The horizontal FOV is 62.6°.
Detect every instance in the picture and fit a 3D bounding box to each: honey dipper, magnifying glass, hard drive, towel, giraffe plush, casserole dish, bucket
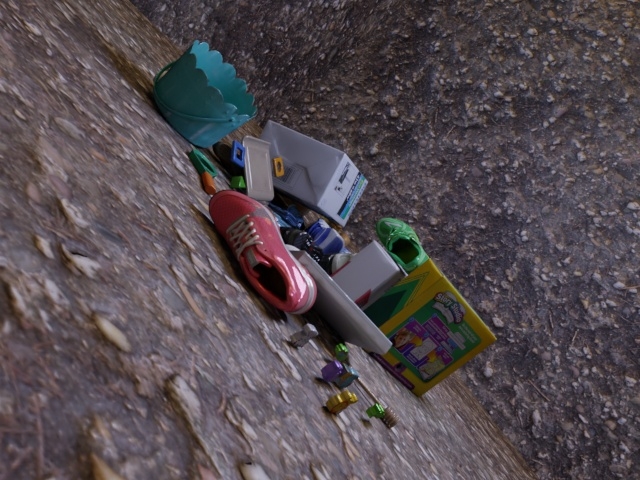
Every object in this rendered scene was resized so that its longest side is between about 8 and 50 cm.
[{"bbox_3d":[0.114,0.341,1.167,0.160,0.030,0.030,49,7,12],"label":"honey dipper"},{"bbox_3d":[-0.297,-0.176,1.364,0.092,0.026,0.231,45,9,-33],"label":"magnifying glass"},{"bbox_3d":[0.016,0.143,1.256,0.307,0.040,0.203,47,-18,-17],"label":"hard drive"},{"bbox_3d":[-0.128,-0.086,1.749,0.119,0.029,0.067,24,-15,44],"label":"towel"},{"bbox_3d":[0.054,-0.017,2.310,0.210,0.181,0.170,-5,-58,55],"label":"giraffe plush"},{"bbox_3d":[-0.131,-0.043,1.652,0.114,0.037,0.188,54,7,28],"label":"casserole dish"},{"bbox_3d":[-0.341,-0.422,1.549,0.281,0.183,0.281,47,20,-23],"label":"bucket"}]

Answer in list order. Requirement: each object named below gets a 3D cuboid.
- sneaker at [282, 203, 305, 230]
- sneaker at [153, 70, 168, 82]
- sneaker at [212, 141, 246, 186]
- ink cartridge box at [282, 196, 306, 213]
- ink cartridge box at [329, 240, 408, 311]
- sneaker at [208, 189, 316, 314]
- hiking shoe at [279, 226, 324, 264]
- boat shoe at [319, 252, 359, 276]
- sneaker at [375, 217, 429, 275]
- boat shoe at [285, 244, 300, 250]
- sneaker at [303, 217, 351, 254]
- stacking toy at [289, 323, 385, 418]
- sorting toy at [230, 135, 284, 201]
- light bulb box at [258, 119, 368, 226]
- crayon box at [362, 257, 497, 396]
[{"bbox_3d":[-0.094,-0.083,1.984,0.073,0.063,0.162,57,10,26],"label":"sneaker"},{"bbox_3d":[-0.439,-0.448,1.702,0.235,0.090,0.094,39,28,-42],"label":"sneaker"},{"bbox_3d":[-0.280,-0.253,1.716,0.071,0.066,0.188,33,-17,53],"label":"sneaker"},{"bbox_3d":[-0.131,-0.227,2.414,0.234,0.088,0.193,49,8,2],"label":"ink cartridge box"},{"bbox_3d":[0.165,0.146,1.720,0.131,0.226,0.306,53,7,23],"label":"ink cartridge box"},{"bbox_3d":[-0.124,0.015,1.063,0.314,0.116,0.136,51,8,9],"label":"sneaker"},{"bbox_3d":[-0.065,0.019,1.500,0.114,0.086,0.227,31,-18,26],"label":"hiking shoe"},{"bbox_3d":[0.073,0.105,1.860,0.340,0.113,0.127,10,83,-66],"label":"boat shoe"},{"bbox_3d":[0.258,0.006,1.661,0.123,0.109,0.295,48,5,-41],"label":"sneaker"},{"bbox_3d":[-0.049,0.090,1.380,0.184,0.066,0.063,58,3,-20],"label":"boat shoe"},{"bbox_3d":[0.000,0.000,1.960,0.182,0.127,0.315,48,-1,18],"label":"sneaker"},{"bbox_3d":[0.036,0.265,1.026,0.167,0.052,0.221,57,8,34],"label":"stacking toy"},{"bbox_3d":[-0.209,-0.224,1.681,0.348,0.047,0.195,-5,93,-69],"label":"sorting toy"},{"bbox_3d":[-0.047,-0.255,2.082,0.358,0.225,0.361,28,-2,22],"label":"light bulb box"},{"bbox_3d":[0.315,0.276,1.601,0.363,0.313,0.106,45,8,-33],"label":"crayon box"}]
